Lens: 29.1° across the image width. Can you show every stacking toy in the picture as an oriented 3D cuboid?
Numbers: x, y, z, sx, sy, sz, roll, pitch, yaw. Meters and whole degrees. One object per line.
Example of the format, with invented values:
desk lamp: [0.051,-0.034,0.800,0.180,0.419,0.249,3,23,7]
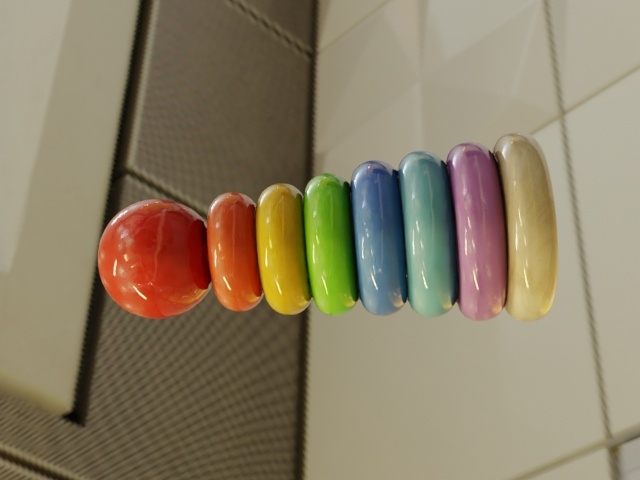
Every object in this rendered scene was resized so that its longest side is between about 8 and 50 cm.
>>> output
stacking toy: [0.000,0.000,0.905,0.141,0.330,0.141,-4,-90,-88]
